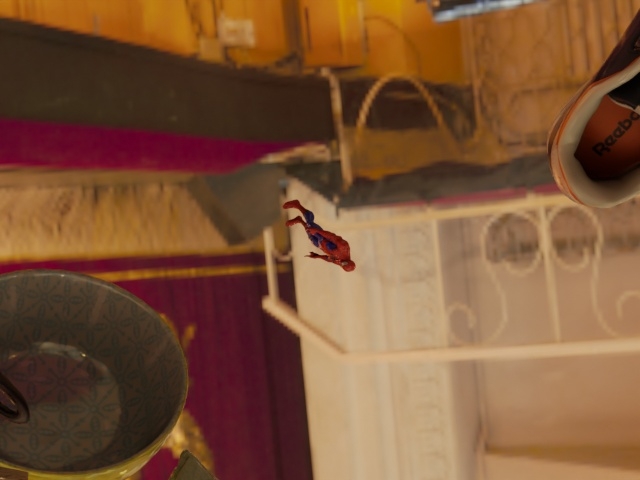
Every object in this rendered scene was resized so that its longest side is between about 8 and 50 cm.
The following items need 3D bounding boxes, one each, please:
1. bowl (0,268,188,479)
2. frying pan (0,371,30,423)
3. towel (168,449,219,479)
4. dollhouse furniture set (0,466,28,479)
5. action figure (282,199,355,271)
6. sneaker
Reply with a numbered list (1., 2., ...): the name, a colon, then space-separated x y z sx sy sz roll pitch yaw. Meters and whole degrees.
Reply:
1. bowl: -0.303 0.187 1.386 0.289 0.289 0.156 -6 137 -28
2. frying pan: -0.386 0.045 0.991 0.197 0.326 0.053 -31 176 22
3. towel: -0.030 0.354 1.284 0.325 0.038 0.248 35 -169 -5
4. dollhouse furniture set: -0.184 0.158 0.772 0.161 0.182 0.101 -6 162 19
5. action figure: 0.000 0.000 1.243 0.030 0.038 0.115 -24 -139 -27
6. sneaker: 0.304 -0.153 1.000 0.126 0.321 0.127 31 -157 -5
